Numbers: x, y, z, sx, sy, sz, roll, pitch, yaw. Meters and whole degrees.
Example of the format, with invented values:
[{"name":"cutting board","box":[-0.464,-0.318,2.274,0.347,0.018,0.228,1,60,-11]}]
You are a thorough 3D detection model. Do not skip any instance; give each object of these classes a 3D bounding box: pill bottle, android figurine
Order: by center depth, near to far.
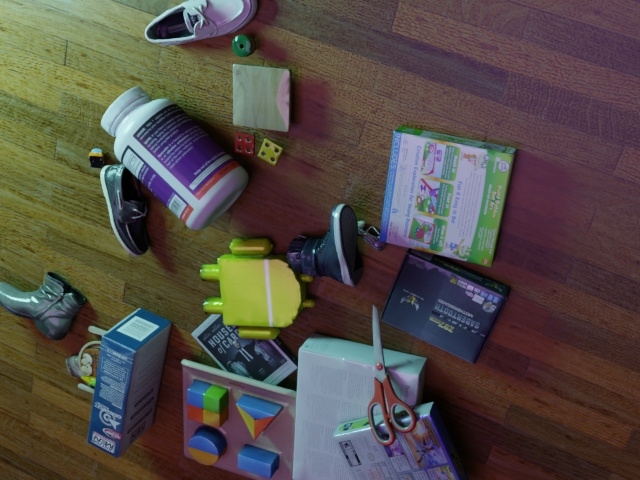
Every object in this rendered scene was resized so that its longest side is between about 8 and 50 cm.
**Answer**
[{"name":"pill bottle","box":[-0.327,-0.187,1.789,0.323,0.181,0.181,44,120,2]},{"name":"android figurine","box":[-0.147,0.116,1.887,0.273,0.056,0.248,-2,103,16]}]

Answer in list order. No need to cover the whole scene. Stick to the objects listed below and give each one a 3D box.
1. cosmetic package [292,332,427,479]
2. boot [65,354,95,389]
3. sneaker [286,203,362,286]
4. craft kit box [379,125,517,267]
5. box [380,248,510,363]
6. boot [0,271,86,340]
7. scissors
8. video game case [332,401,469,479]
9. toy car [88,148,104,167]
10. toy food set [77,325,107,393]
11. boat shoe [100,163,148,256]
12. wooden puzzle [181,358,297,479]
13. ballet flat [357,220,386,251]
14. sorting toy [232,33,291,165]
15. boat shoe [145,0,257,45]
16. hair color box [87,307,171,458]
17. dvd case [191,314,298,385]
[{"name":"cosmetic package","box":[0.088,0.428,1.902,0.285,0.097,0.377,12,114,19]},{"name":"boot","box":[-0.659,0.371,2.230,0.087,0.042,0.118,-2,108,30]},{"name":"sneaker","box":[-0.001,0.002,1.750,0.163,0.086,0.226,15,138,22]},{"name":"craft kit box","box":[0.258,-0.091,1.655,0.247,0.061,0.249,16,115,19]},{"name":"box","box":[0.266,0.137,1.736,0.233,0.059,0.183,26,119,12]},{"name":"boot","box":[-0.753,0.143,2.166,0.247,0.083,0.161,33,112,2]},{"name":"scissors","box":[0.124,0.297,1.766,0.109,0.021,0.297,-27,72,24]},{"name":"video game case","box":[0.192,0.514,1.810,0.244,0.061,0.269,-19,103,25]},{"name":"toy car","box":[-0.506,-0.207,1.950,0.122,0.060,0.040,-6,64,8]},{"name":"toy food set","box":[-0.595,0.332,2.157,0.132,0.038,0.192,15,102,12]},{"name":"boat shoe","box":[-0.460,-0.073,1.945,0.079,0.084,0.233,-8,104,26]},{"name":"wooden puzzle","box":[-0.216,0.485,2.039,0.322,0.080,0.347,12,121,18]},{"name":"ballet flat","box":[0.096,-0.020,1.764,0.114,0.041,0.041,32,119,8]},{"name":"sorting toy","box":[-0.120,-0.302,1.733,0.132,0.046,0.274,10,113,19]},{"name":"boat shoe","box":[-0.255,-0.465,1.704,0.258,0.084,0.095,-16,103,27]},{"name":"hair color box","box":[-0.496,0.368,2.080,0.105,0.174,0.347,22,116,14]},{"name":"dvd case","box":[-0.186,0.268,1.994,0.238,0.029,0.179,47,119,-1]}]
